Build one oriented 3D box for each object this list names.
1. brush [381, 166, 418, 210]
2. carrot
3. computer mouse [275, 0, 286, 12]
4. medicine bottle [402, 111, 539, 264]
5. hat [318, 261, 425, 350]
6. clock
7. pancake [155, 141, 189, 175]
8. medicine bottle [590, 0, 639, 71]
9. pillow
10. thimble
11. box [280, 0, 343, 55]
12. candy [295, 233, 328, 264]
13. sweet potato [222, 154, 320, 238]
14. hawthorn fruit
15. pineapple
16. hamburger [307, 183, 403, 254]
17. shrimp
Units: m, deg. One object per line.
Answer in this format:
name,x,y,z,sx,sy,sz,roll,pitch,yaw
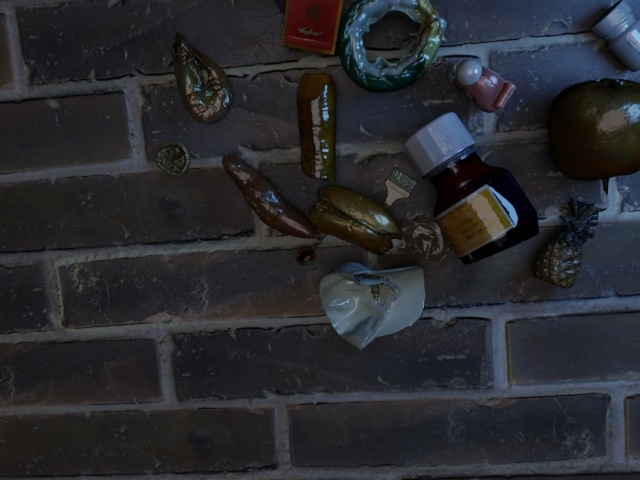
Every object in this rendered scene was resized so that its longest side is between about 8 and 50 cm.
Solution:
brush,0.193,-0.105,1.807,0.083,0.011,0.205,32,101,-2
carrot,-0.009,-0.312,1.743,0.114,0.114,0.301,0,101,5
computer mouse,-0.017,-0.698,1.704,0.232,0.057,0.120,-14,98,8
medicine bottle,0.395,-0.146,1.679,0.242,0.242,0.395,-29,83,9
hat,0.158,0.143,1.799,0.301,0.168,0.257,-16,122,-16
clock,0.413,-0.414,1.662,0.162,0.166,0.092,32,101,-8
pancake,-0.434,-0.240,1.838,0.108,0.017,0.108,0,96,3
medicine bottle,0.802,-0.532,1.634,0.168,0.105,0.105,44,100,-3
pillow,0.266,0.001,1.807,0.211,0.034,0.135,-5,96,4
thimble,0.187,-0.529,1.659,0.288,0.167,0.254,-17,98,9
box,-0.015,-0.627,1.663,0.153,0.074,0.239,7,119,-6
candy,0.000,0.000,1.832,0.184,0.049,0.055,-45,100,2
sweet potato,-0.152,-0.107,1.798,0.354,0.095,0.106,42,145,-1
hawthorn fruit,0.720,-0.265,1.616,0.268,0.268,0.300,-1,103,5
pineapple,0.682,0.005,1.732,0.128,0.128,0.248,22,95,1
hamburger,0.097,-0.065,1.737,0.283,0.156,0.144,25,85,12
shrimp,-0.345,-0.466,1.772,0.145,0.061,0.267,-25,93,0
